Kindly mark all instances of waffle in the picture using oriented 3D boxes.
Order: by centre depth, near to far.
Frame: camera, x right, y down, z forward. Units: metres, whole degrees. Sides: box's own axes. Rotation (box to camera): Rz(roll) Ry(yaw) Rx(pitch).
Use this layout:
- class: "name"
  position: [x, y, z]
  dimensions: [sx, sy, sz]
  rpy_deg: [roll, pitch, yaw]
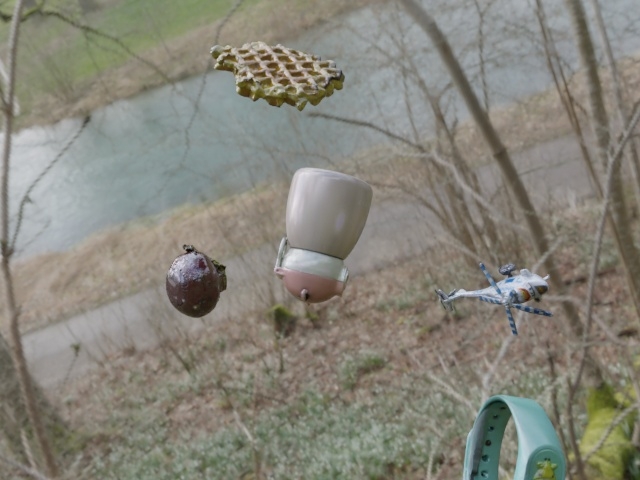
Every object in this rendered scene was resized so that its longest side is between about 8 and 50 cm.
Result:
- class: "waffle"
  position: [-0.098, -0.374, 1.890]
  dimensions: [0.300, 0.058, 0.281]
  rpy_deg: [34, 38, 33]

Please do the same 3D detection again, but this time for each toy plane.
- class: "toy plane"
  position: [0.399, 0.123, 1.898]
  dimensions: [0.107, 0.182, 0.273]
  rpy_deg: [-40, 0, -32]

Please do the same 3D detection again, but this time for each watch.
- class: "watch"
  position: [0.251, 0.330, 1.140]
  dimensions: [0.068, 0.237, 0.195]
  rpy_deg: [9, -5, -15]

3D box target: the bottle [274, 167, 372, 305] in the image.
- class: "bottle"
  position: [0.000, 0.000, 1.505]
  dimensions: [0.147, 0.147, 0.237]
  rpy_deg: [6, 82, 49]

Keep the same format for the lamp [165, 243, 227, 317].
- class: "lamp"
  position: [-0.289, 0.103, 2.003]
  dimensions: [0.135, 0.157, 0.156]
  rpy_deg: [-2, 41, -41]
